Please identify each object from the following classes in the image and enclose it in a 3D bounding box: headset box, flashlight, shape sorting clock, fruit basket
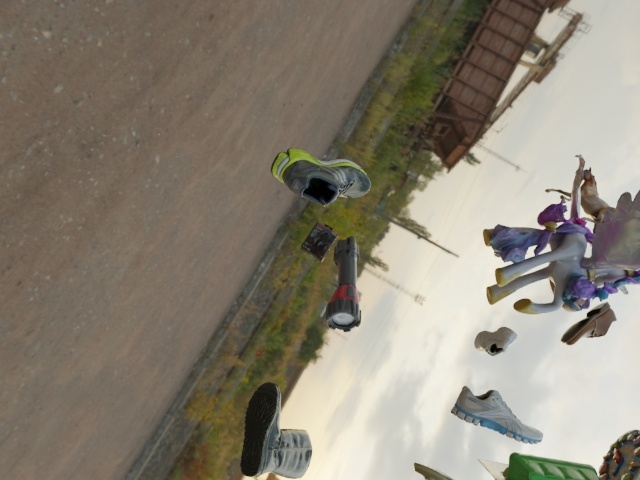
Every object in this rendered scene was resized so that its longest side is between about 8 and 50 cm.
[{"bbox_3d":[0.000,0.000,1.051,0.083,0.062,0.032,-56,175,-14],"label":"headset box"},{"bbox_3d":[0.071,0.127,1.308,0.304,0.103,0.103,-86,158,-50],"label":"flashlight"},{"bbox_3d":[0.837,0.616,1.207,0.206,0.040,0.206,-48,155,-31],"label":"shape sorting clock"},{"bbox_3d":[0.659,0.723,1.281,0.353,0.326,0.166,72,26,-69],"label":"fruit basket"}]

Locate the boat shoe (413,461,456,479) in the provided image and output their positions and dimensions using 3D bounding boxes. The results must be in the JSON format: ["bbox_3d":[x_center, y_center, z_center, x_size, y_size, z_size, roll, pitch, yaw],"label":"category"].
[{"bbox_3d":[0.287,0.575,1.018,0.048,0.153,0.056,-63,162,-13],"label":"boat shoe"}]

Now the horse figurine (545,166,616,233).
[{"bbox_3d":[0.768,-0.091,1.232,0.174,0.263,0.066,-9,145,-21],"label":"horse figurine"}]

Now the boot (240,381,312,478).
[{"bbox_3d":[-0.077,0.408,0.922,0.208,0.076,0.190,35,64,-50],"label":"boot"}]

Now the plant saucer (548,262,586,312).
[{"bbox_3d":[0.821,0.135,1.425,0.037,0.200,0.200,-23,-151,53],"label":"plant saucer"}]

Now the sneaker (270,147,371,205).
[{"bbox_3d":[0.020,-0.135,1.076,0.299,0.121,0.111,1,135,-41],"label":"sneaker"}]

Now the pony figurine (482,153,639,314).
[{"bbox_3d":[0.578,0.016,1.007,0.303,0.363,0.351,-88,165,-60],"label":"pony figurine"}]

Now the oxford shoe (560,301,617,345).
[{"bbox_3d":[0.815,0.265,1.305,0.212,0.076,0.076,-27,167,-17],"label":"oxford shoe"}]

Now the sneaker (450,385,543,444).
[{"bbox_3d":[0.380,0.365,0.918,0.071,0.190,0.083,81,29,-80],"label":"sneaker"}]

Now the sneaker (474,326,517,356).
[{"bbox_3d":[0.426,0.260,1.091,0.061,0.053,0.152,-46,173,-25],"label":"sneaker"}]
